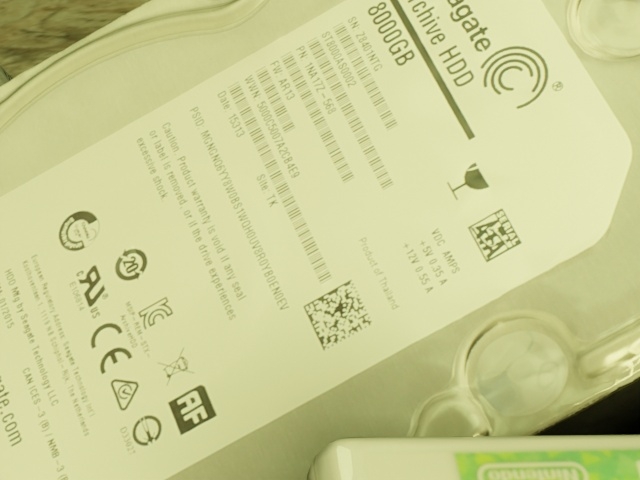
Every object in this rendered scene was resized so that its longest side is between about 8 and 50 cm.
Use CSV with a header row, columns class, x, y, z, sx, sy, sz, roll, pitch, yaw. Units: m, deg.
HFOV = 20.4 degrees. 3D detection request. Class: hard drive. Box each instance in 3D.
class,x,y,z,sx,sy,sz,roll,pitch,yaw
hard drive,0.000,0.000,0.624,0.339,0.064,0.237,-28,58,4

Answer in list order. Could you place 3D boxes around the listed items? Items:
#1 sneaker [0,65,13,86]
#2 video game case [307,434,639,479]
class,x,y,z,sx,sy,sz,roll,pitch,yaw
sneaker,-0.255,0.038,0.793,0.366,0.210,0.137,-49,30,6
video game case,0.113,0.132,0.400,0.212,0.023,0.193,2,57,-20
